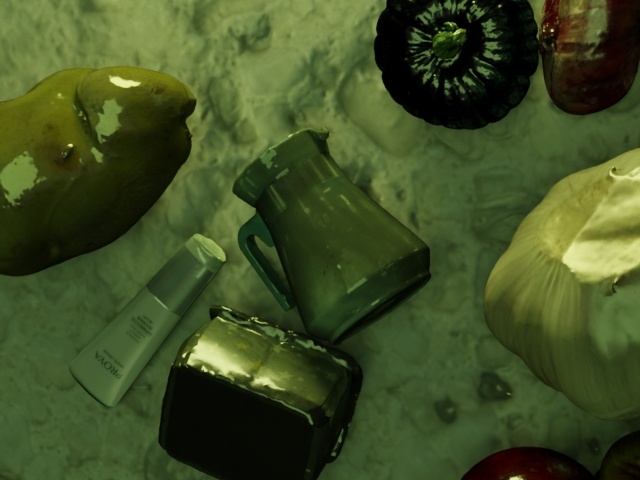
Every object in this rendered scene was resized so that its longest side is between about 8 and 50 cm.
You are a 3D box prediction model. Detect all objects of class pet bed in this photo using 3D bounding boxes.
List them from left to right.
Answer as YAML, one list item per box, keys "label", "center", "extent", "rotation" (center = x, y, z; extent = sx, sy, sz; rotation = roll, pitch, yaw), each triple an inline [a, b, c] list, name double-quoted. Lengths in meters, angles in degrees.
- label: "pet bed"
  center: [-0.069, 0.185, 1.647]
  extent: [0.211, 0.159, 0.183]
  rotation: [20, 128, 12]

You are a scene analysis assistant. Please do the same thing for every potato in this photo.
- label: "potato"
  center: [-0.305, -0.090, 1.650]
  extent: [0.351, 0.202, 0.218]
  rotation: [-25, 100, 6]

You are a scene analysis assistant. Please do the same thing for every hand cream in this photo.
- label: "hand cream"
  center: [-0.215, 0.099, 1.720]
  extent: [0.079, 0.048, 0.255]
  rotation: [43, 102, 5]

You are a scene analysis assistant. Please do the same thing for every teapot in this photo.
- label: "teapot"
  center: [0.000, 0.000, 1.617]
  extent: [0.203, 0.171, 0.225]
  rotation: [-43, 76, 36]

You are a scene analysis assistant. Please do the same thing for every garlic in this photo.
- label: "garlic"
  center: [0.348, 0.047, 1.484]
  extent: [0.318, 0.259, 0.317]
  rotation: [-12, 53, 17]

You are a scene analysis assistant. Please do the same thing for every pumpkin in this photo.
- label: "pumpkin"
  center: [0.154, -0.221, 1.570]
  extent: [0.194, 0.150, 0.194]
  rotation: [10, 104, 46]

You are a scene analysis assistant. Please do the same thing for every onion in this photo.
- label: "onion"
  center: [0.317, -0.245, 1.549]
  extent: [0.151, 0.098, 0.205]
  rotation: [-1, 93, 14]

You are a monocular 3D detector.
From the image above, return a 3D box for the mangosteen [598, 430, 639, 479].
- label: "mangosteen"
  center: [0.432, 0.296, 1.405]
  extent: [0.311, 0.311, 0.311]
  rotation: [1, 94, 13]

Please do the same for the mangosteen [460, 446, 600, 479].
- label: "mangosteen"
  center: [0.268, 0.332, 1.554]
  extent: [0.258, 0.215, 0.215]
  rotation: [-10, 92, -5]
